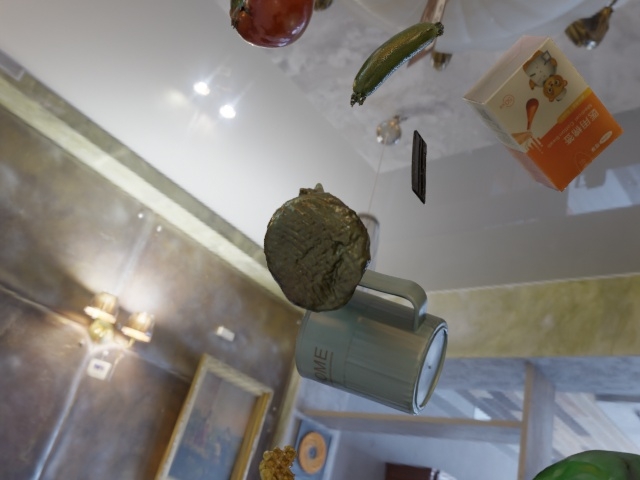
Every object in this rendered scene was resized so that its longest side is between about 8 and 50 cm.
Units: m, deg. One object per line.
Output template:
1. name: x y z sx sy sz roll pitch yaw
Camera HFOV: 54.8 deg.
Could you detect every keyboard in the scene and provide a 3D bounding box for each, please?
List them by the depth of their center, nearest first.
1. keyboard: 0.302 -0.230 1.894 0.017 0.250 0.087 -17 -42 32

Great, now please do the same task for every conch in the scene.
1. conch: -0.021 -0.084 1.600 0.114 0.137 0.234 -7 -9 3

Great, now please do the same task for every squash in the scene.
1. squash: 0.178 -0.452 1.516 0.071 0.318 0.080 46 -6 24

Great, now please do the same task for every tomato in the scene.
1. tomato: -0.136 -0.657 1.698 0.224 0.256 0.256 2 -20 -27

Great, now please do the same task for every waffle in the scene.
1. waffle: -0.083 0.642 1.638 0.149 0.194 0.051 -2 -38 -34

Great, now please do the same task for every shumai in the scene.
1. shumai: 0.000 0.000 1.313 0.222 0.204 0.272 17 -59 2

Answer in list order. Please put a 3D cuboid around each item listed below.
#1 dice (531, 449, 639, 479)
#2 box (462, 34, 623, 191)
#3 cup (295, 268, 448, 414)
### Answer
1. dice: 0.434 0.510 0.880 0.287 0.297 0.300 40 -61 -2
2. box: 0.562 -0.315 1.558 0.341 0.225 0.143 41 9 -22
3. cup: 0.142 0.234 1.529 0.311 0.331 0.257 16 7 25
